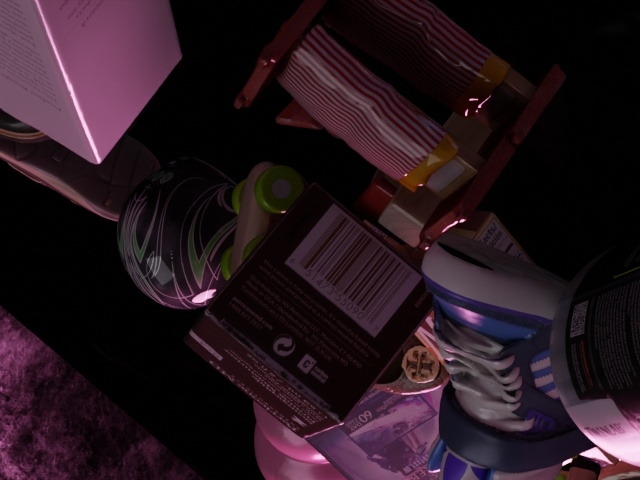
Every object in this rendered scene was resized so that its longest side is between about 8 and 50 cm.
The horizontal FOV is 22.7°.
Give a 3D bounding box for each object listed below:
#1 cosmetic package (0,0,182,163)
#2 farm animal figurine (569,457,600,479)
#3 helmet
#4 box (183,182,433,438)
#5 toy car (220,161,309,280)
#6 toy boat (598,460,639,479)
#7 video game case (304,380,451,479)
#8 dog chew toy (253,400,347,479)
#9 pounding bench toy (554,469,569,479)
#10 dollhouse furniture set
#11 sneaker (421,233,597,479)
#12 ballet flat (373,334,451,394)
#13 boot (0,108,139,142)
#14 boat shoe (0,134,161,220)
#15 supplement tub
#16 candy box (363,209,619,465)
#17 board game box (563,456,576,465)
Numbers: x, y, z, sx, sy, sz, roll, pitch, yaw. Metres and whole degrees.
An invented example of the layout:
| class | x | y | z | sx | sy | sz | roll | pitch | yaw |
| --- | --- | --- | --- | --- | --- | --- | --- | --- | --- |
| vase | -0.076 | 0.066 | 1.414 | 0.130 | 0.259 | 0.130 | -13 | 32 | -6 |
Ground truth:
| class | x | y | z | sx | sy | sz | roll | pitch | yaw |
| --- | --- | --- | --- | --- | --- | --- | --- | --- | --- |
| cosmetic package | -0.284 | -0.274 | 1.469 | 0.230 | 0.161 | 0.453 | 32 | 162 | 13 |
| farm animal figurine | 0.334 | 0.309 | 1.552 | 0.327 | 0.172 | 0.330 | -2 | 125 | 32 |
| helmet | -0.168 | -0.003 | 1.943 | 0.169 | 0.161 | 0.169 | 33 | 162 | 12 |
| box | -0.012 | 0.074 | 1.557 | 0.168 | 0.167 | 0.203 | 39 | 164 | -1 |
| toy car | 0.000 | 0.000 | 1.763 | 0.188 | 0.148 | 0.155 | 11 | 174 | -13 |
| toy boat | 0.415 | 0.374 | 1.767 | 0.318 | 0.148 | 0.267 | 23 | 133 | 7 |
| video game case | 0.111 | 0.257 | 2.082 | 0.274 | 0.196 | 0.026 | 47 | -161 | -28 |
| dog chew toy | -0.001 | 0.228 | 2.179 | 0.207 | 0.206 | 0.331 | 27 | 150 | 27 |
| pounding bench toy | 0.324 | 0.334 | 2.062 | 0.065 | 0.052 | 0.083 | 42 | 161 | -17 |
| dollhouse furniture set | 0.038 | -0.089 | 1.355 | 0.201 | 0.152 | 0.374 | 37 | 162 | -1 |
| sneaker | 0.155 | 0.137 | 1.420 | 0.130 | 0.236 | 0.323 | 29 | -174 | 34 |
| ballet flat | 0.044 | 0.139 | 1.970 | 0.250 | 0.084 | 0.058 | 11 | -176 | 28 |
| boot | -0.326 | -0.187 | 1.877 | 0.198 | 0.076 | 0.137 | -3 | 143 | 16 |
| boat shoe | -0.365 | -0.134 | 2.033 | 0.355 | 0.132 | 0.130 | 39 | 162 | -5 |
| supplement tub | 0.311 | 0.066 | 1.174 | 0.194 | 0.193 | 0.316 | 38 | 163 | -4 |
| candy box | 0.184 | 0.093 | 1.649 | 0.316 | 0.087 | 0.183 | 46 | 160 | -29 |
| board game box | 0.259 | 0.240 | 1.959 | 0.092 | 0.043 | 0.181 | 36 | 162 | 3 |
